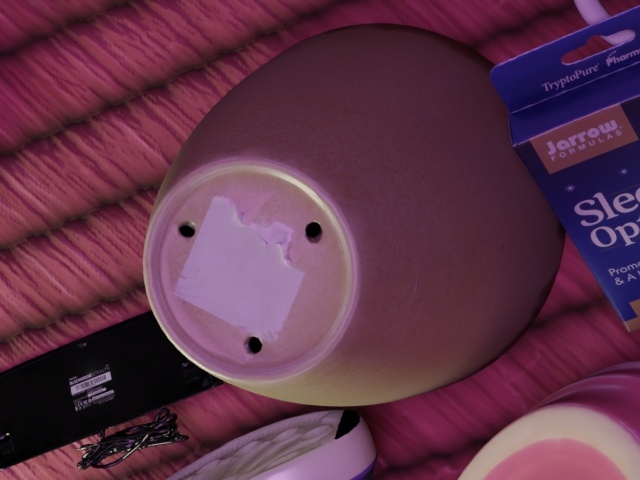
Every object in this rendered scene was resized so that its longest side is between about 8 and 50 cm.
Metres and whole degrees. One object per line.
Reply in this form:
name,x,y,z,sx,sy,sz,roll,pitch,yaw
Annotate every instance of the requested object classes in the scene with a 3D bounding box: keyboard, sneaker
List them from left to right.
keyboard,-0.154,0.117,1.346,0.192,0.038,0.100,-22,68,20
sneaker,-0.055,0.281,1.293,0.323,0.130,0.236,-29,98,14

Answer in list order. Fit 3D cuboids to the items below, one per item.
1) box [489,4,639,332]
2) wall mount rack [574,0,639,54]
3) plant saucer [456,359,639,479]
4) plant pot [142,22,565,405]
box,0.206,-0.042,1.134,0.136,0.036,0.225,-22,130,19
wall mount rack,0.221,-0.297,1.080,0.304,0.130,0.350,32,107,-13
plant saucer,0.157,0.228,1.120,0.084,0.332,0.332,19,107,-30
plant pot,0.000,0.000,1.148,0.256,0.274,0.256,3,99,17
